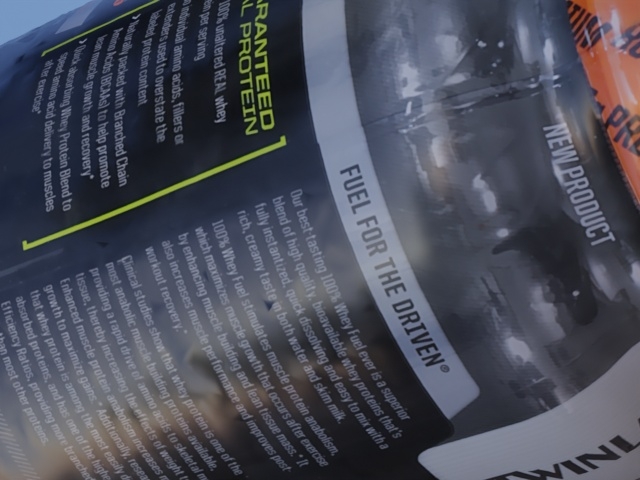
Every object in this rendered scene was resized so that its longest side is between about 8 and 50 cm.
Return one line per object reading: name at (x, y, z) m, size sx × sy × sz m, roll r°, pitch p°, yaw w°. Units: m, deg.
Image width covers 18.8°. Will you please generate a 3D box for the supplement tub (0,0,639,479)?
supplement tub at (0.000, 0.000, 0.636) m, size 0.338 × 0.207 × 0.207 m, roll -20°, pitch 4°, yaw 31°
